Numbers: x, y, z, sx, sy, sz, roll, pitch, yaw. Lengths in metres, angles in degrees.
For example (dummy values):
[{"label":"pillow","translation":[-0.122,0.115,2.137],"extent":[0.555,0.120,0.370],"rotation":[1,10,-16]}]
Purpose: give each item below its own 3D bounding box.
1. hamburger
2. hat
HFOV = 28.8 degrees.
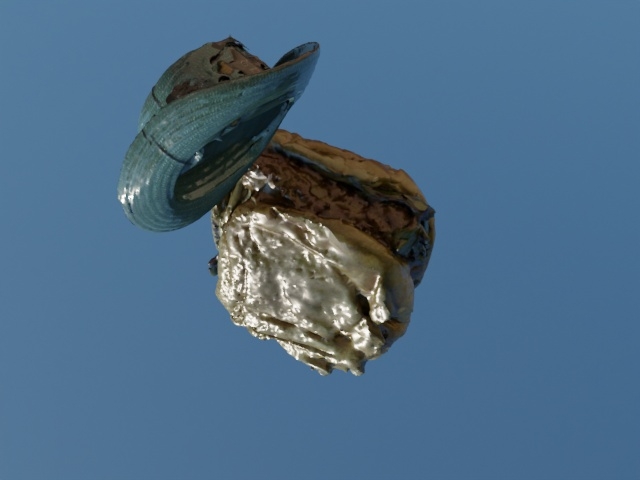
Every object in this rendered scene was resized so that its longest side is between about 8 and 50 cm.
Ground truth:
[{"label":"hamburger","translation":[0.000,0.000,1.023],"extent":[0.183,0.206,0.130],"rotation":[20,-135,7]},{"label":"hat","translation":[-0.078,-0.088,0.857],"extent":[0.078,0.191,0.138],"rotation":[50,-138,11]}]
